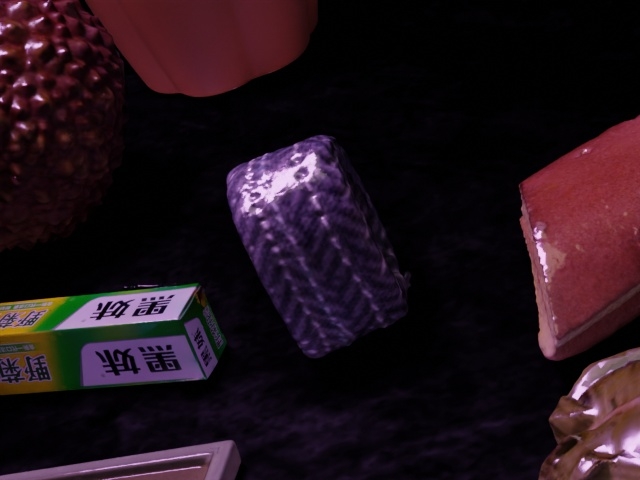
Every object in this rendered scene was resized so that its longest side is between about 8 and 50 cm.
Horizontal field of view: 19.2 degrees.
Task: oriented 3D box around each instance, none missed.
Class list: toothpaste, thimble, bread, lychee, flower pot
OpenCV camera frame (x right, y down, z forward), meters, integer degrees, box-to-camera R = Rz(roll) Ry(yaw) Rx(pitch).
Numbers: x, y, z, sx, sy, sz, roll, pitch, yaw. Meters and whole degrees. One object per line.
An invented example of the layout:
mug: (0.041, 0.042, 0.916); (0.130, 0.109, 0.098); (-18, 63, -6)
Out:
toothpaste: (-0.140, 0.055, 1.012); (0.178, 0.043, 0.037); (-6, 31, 24)
thimble: (-0.001, -0.002, 0.960); (0.066, 0.104, 0.095); (-24, 23, 6)
bread: (0.152, -0.015, 0.926); (0.192, 0.067, 0.119); (-32, 30, -23)
lychee: (-0.207, -0.082, 1.150); (0.188, 0.188, 0.188); (-15, 28, 8)
flower pot: (-0.088, -0.200, 1.304); (0.190, 0.173, 0.191); (-15, 26, 8)

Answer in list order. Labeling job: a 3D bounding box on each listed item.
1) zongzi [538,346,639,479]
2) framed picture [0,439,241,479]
zongzi: (0.210, 0.124, 0.568); (0.273, 0.145, 0.300); (-17, 34, 14)
framed picture: (-0.145, 0.178, 0.821); (0.184, 0.016, 0.250); (-11, 28, 17)
